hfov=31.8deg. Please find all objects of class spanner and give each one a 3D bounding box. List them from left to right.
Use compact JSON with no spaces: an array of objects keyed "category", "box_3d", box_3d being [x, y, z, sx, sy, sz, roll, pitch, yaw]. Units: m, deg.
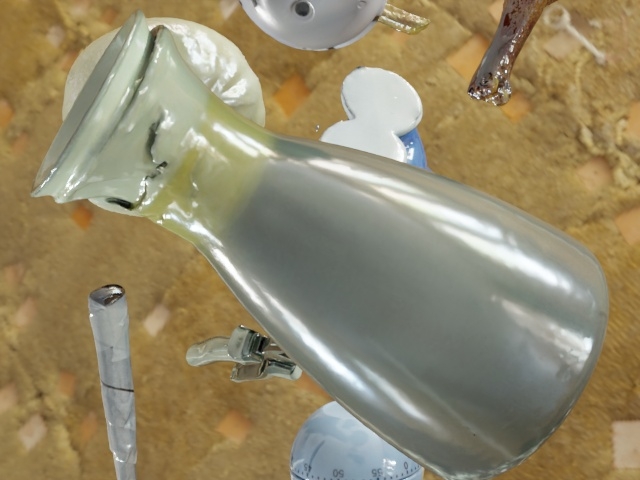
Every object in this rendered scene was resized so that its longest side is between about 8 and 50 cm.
[{"category":"spanner","box_3d":[-0.075,0.132,1.301,0.325,0.095,0.040,-21,-132,65]}]

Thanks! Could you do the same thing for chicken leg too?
[{"category":"chicken leg","box_3d":[0.274,-0.369,1.528,0.158,0.096,0.407,-22,-132,50]}]

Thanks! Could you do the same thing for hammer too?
[{"category":"hammer","box_3d":[-0.211,0.252,1.260,0.044,0.152,0.427,14,-69,49]}]

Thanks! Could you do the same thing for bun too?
[{"category":"bun","box_3d":[-0.188,-0.146,1.400,0.273,0.273,0.168,-52,-135,6]}]

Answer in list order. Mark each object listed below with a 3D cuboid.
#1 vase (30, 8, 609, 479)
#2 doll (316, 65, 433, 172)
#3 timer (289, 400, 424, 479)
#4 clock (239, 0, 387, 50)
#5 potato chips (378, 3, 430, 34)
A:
[{"category":"vase","box_3d":[0.000,0.000,0.661,0.173,0.321,0.173,-48,-158,26]},{"category":"doll","box_3d":[0.043,-0.034,1.056,0.161,0.257,0.215,20,-123,22]},{"category":"timer","box_3d":[0.058,0.305,1.337,0.175,0.255,0.175,-17,-156,8]},{"category":"clock","box_3d":[-0.037,-0.186,0.657,0.117,0.176,0.080,-15,-151,25]},{"category":"potato chips","box_3d":[0.021,-0.267,1.197,0.204,0.037,0.026,28,-102,2]}]
